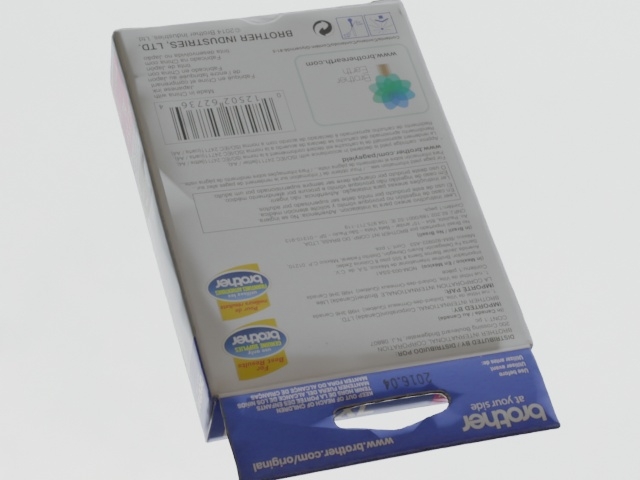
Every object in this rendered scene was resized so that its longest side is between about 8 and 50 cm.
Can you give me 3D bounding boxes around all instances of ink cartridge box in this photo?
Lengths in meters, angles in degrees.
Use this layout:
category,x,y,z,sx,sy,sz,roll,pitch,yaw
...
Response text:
category,x,y,z,sx,sy,sz,roll,pitch,yaw
ink cartridge box,0.000,0.000,1.015,0.186,0.311,0.065,-8,-35,-16
